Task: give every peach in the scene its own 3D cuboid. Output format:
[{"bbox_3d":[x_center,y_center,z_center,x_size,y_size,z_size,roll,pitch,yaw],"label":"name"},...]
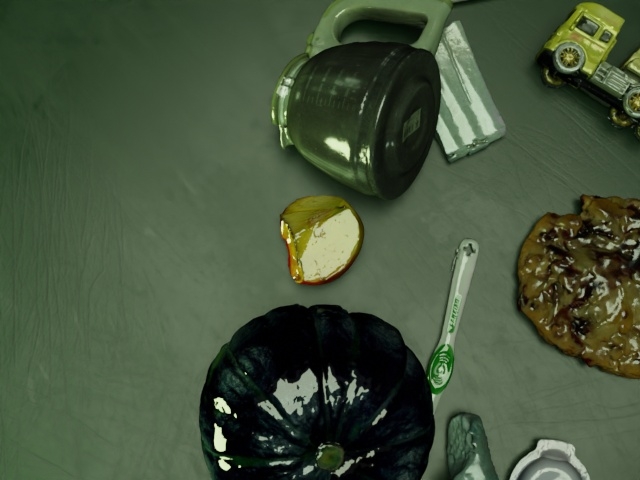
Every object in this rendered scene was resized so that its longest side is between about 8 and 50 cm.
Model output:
[{"bbox_3d":[0.006,0.003,1.888,0.151,0.118,0.151,-9,46,10],"label":"peach"}]

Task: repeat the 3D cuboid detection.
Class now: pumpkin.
[{"bbox_3d":[-0.004,0.268,1.771,0.363,0.266,0.363,-1,101,-4],"label":"pumpkin"}]

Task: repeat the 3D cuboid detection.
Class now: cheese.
[{"bbox_3d":[0.359,0.439,1.876,0.135,0.052,0.245,8,86,3],"label":"cheese"}]

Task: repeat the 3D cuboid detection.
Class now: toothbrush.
[{"bbox_3d":[0.196,0.198,1.912,0.042,0.040,0.418,15,80,-1],"label":"toothbrush"}]

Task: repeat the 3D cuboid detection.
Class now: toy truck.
[{"bbox_3d":[0.497,-0.278,1.909,0.272,0.124,0.157,32,86,3],"label":"toy truck"}]

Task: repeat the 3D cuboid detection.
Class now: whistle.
[{"bbox_3d":[0.237,0.441,1.826,0.189,0.189,0.348,6,72,1],"label":"whistle"}]

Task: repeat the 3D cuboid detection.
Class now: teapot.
[{"bbox_3d":[0.054,-0.245,1.849,0.239,0.239,0.322,18,105,24],"label":"teapot"}]

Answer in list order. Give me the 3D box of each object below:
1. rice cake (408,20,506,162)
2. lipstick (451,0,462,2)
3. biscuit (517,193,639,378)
[{"bbox_3d":[0.220,-0.244,1.950,0.124,0.038,0.211,-27,85,-3],"label":"rice cake"},{"bbox_3d":[0.248,-0.420,1.966,0.141,0.040,0.040,-11,85,0],"label":"lipstick"},{"bbox_3d":[0.485,0.068,1.900,0.334,0.081,0.289,15,86,0],"label":"biscuit"}]
